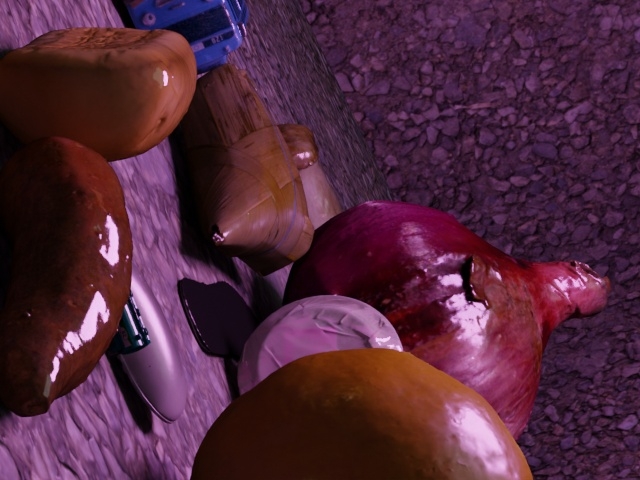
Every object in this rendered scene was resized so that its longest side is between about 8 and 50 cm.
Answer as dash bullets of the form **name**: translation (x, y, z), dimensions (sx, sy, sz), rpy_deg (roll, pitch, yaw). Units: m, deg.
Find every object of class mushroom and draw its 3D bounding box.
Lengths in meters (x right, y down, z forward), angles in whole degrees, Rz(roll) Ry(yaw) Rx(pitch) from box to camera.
- **mushroom**: translation (0.000, -0.002, 2.496), dimensions (0.107, 0.087, 0.333), rpy_deg (-86, 156, -64)

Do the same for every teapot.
- **teapot**: translation (0.021, 0.183, 1.838), dimensions (0.178, 0.163, 0.221), rpy_deg (69, 3, -56)

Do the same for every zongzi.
- **zongzi**: translation (-0.107, -0.083, 1.956), dimensions (0.228, 0.115, 0.256), rpy_deg (67, 17, 10)

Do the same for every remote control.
- **remote control**: translation (-0.156, 0.036, 1.468), dimensions (0.073, 0.044, 0.229), rpy_deg (-23, 90, -79)

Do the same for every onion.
- **onion**: translation (0.148, 0.103, 2.115), dimensions (0.348, 0.385, 0.348), rpy_deg (163, -90, -77)

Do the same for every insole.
- **insole**: translation (-0.092, 0.086, 1.900), dimensions (0.322, 0.007, 0.109), rpy_deg (28, 39, -77)

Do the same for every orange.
- **orange**: translation (0.034, 0.216, 1.417), dimensions (0.279, 0.279, 0.235), rpy_deg (67, 19, -2)

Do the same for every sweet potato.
- **sweet potato**: translation (-0.170, 0.027, 1.236), dimensions (0.292, 0.097, 0.097), rpy_deg (-100, 165, -53)

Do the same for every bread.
- **bread**: translation (-0.172, -0.111, 1.450), dimensions (0.217, 0.147, 0.098), rpy_deg (-58, 153, -77)

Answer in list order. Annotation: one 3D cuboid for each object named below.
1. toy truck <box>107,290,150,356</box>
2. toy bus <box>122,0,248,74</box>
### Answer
- **toy truck**: translation (-0.161, 0.048, 1.409), dimensions (0.039, 0.044, 0.083), rpy_deg (28, 41, -83)
- **toy bus**: translation (-0.147, -0.265, 2.107), dimensions (0.234, 0.116, 0.133), rpy_deg (-91, 160, -74)
